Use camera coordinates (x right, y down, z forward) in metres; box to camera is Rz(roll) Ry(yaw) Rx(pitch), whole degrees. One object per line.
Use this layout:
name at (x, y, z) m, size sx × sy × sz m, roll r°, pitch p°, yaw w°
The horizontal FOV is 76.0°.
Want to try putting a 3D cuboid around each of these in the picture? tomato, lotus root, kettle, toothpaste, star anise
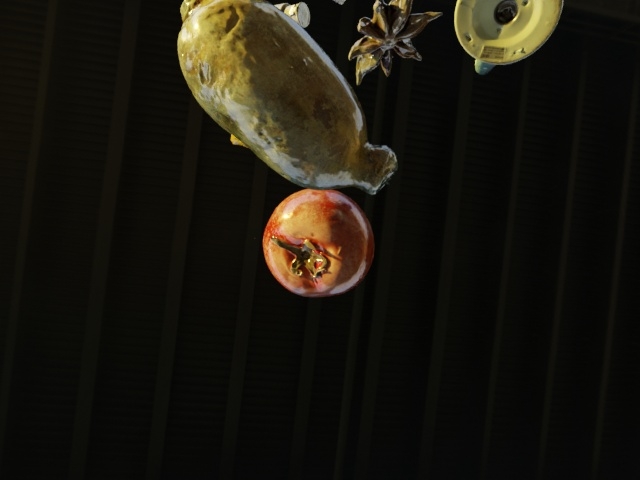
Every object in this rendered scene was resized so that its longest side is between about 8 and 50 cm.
tomato at (0.000, 0.000, 1.000) m, size 0.271 × 0.227 × 0.269 m, roll 9°, pitch -64°, yaw 19°
lotus root at (-0.050, -0.179, 0.546) m, size 0.349 × 0.175 × 0.175 m, roll 45°, pitch -96°, yaw -7°
kettle at (0.508, -0.635, 1.159) m, size 0.247 × 0.342 × 0.319 m, roll 20°, pitch -48°, yaw 8°
toothpaste at (-0.173, -0.667, 1.247) m, size 0.300 × 0.073 × 0.113 m, roll 11°, pitch -100°, yaw 32°
star anise at (0.140, -0.405, 0.812) m, size 0.181 × 0.204 × 0.061 m, roll -8°, pitch -121°, yaw -13°

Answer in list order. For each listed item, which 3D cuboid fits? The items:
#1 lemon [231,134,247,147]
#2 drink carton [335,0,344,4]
lemon at (-0.179, -0.348, 1.168) m, size 0.206 × 0.173 × 0.173 m, roll -35°, pitch -84°, yaw 20°
drink carton at (0.054, -0.876, 1.266) m, size 0.134 × 0.102 × 0.222 m, roll 15°, pitch -94°, yaw -26°
